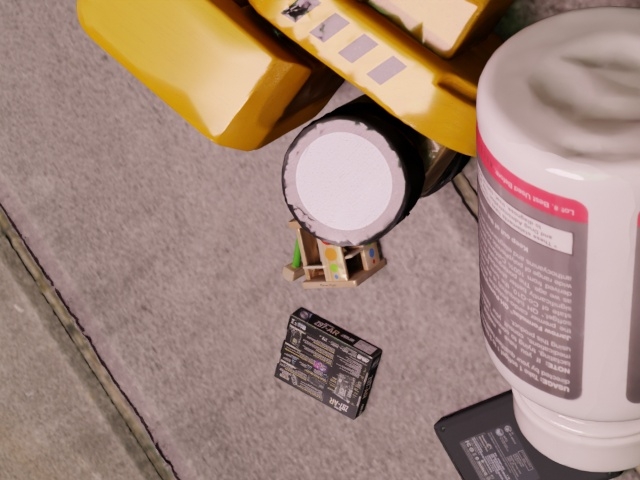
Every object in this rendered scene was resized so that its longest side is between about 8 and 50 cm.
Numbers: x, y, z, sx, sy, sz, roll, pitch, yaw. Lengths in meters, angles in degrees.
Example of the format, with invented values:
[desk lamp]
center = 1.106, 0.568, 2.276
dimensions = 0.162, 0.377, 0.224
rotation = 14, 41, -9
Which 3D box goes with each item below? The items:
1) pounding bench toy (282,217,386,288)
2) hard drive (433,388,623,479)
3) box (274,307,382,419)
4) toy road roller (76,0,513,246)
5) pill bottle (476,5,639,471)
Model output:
[pounding bench toy]
center = 0.000, 0.000, 1.523
dimensions = 0.083, 0.052, 0.065
rotation = -4, 108, 33
[hard drive]
center = 0.167, 0.165, 1.508
dimensions = 0.135, 0.022, 0.094
rotation = -26, 95, 37
[box]
center = 0.006, 0.104, 1.585
dimensions = 0.083, 0.018, 0.067
rotation = 27, 122, 20
[toy road roller]
center = 0.014, -0.175, 1.357
dimensions = 0.329, 0.202, 0.240
rotation = 38, 113, 7
[pill bottle]
center = 0.197, 0.012, 1.293
dimensions = 0.176, 0.176, 0.318
rotation = 20, 140, 24
